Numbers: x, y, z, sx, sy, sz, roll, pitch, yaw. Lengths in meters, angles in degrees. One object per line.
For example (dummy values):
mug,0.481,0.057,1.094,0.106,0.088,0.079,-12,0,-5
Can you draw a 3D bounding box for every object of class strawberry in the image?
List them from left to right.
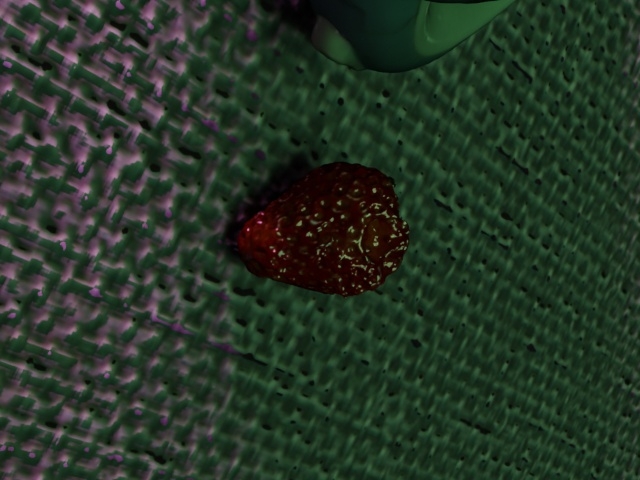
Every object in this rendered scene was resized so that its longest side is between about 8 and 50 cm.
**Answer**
strawberry,0.000,0.000,0.740,0.083,0.073,0.073,-26,129,-25

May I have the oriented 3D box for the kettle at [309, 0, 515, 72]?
kettle,0.118,-0.211,0.660,0.342,0.247,0.319,-40,162,-20
